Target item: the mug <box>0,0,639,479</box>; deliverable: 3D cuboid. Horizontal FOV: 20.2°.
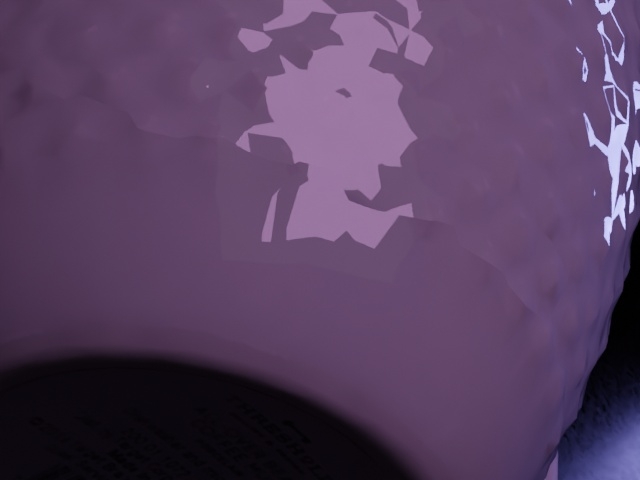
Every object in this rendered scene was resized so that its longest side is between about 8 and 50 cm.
[{"bbox_3d":[0.000,0.000,0.659,0.374,0.276,0.328,56,30,-37],"label":"mug"}]
